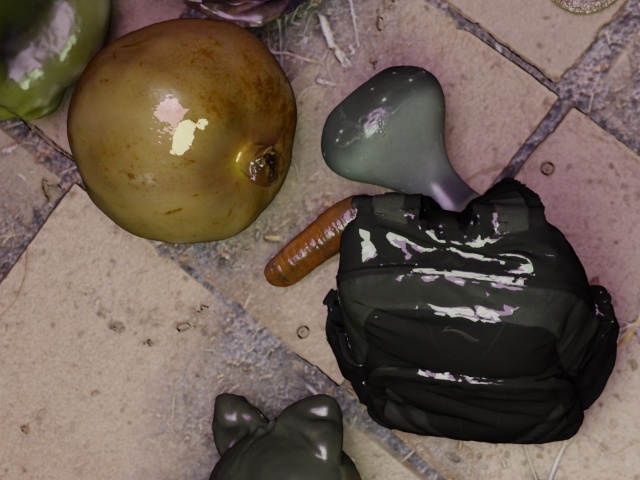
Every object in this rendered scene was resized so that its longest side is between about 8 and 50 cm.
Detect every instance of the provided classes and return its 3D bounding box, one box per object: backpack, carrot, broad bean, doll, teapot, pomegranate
[{"bbox_3d":[0.174,0.078,1.694,0.363,0.446,0.255,4,68,9],"label":"backpack"},{"bbox_3d":[0.000,0.000,1.938,0.186,0.060,0.060,-34,77,11],"label":"carrot"},{"bbox_3d":[-0.408,-0.310,2.044,0.238,0.119,0.291,5,82,23],"label":"broad bean"},{"bbox_3d":[-0.084,0.366,1.767,0.252,0.378,0.382,-12,77,29],"label":"doll"},{"bbox_3d":[0.125,-0.095,1.868,0.183,0.183,0.251,-38,88,7],"label":"teapot"},{"bbox_3d":[-0.170,-0.142,1.876,0.319,0.319,0.319,-2,83,14],"label":"pomegranate"}]

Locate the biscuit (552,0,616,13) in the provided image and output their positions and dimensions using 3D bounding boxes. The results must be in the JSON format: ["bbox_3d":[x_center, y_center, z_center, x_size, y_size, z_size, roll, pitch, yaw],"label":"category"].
[{"bbox_3d":[0.353,-0.359,1.914,0.120,0.015,0.120,-1,83,13],"label":"biscuit"}]

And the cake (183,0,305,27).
[{"bbox_3d":[-0.117,-0.462,1.933,0.321,0.332,0.332,39,95,-23],"label":"cake"}]
